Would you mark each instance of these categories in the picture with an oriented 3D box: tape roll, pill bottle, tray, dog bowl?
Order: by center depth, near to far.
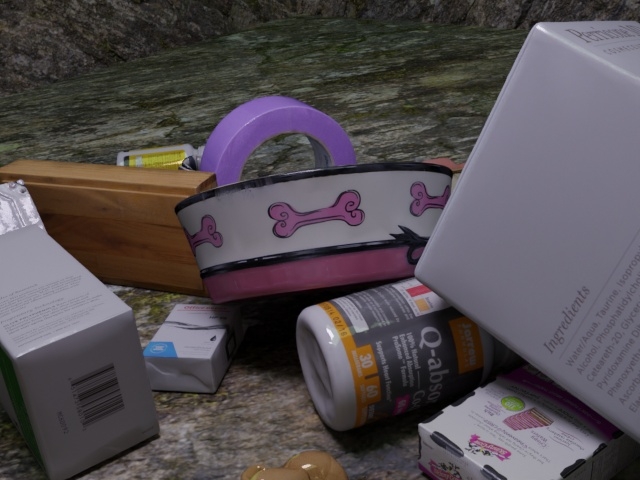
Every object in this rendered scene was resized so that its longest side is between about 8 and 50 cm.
[{"bbox_3d":[0.121,0.130,1.037,0.278,0.162,0.162,-14,27,-16],"label":"pill bottle"},{"bbox_3d":[0.000,0.000,1.183,0.408,0.150,0.408,-8,-4,-1],"label":"dog bowl"},{"bbox_3d":[-0.364,-0.025,1.410,0.411,0.202,0.076,6,28,23],"label":"tray"},{"bbox_3d":[-0.075,-0.117,1.460,0.275,0.274,0.090,-16,27,-21],"label":"tape roll"},{"bbox_3d":[-0.328,-0.147,1.758,0.208,0.119,0.119,-7,25,-3],"label":"pill bottle"}]

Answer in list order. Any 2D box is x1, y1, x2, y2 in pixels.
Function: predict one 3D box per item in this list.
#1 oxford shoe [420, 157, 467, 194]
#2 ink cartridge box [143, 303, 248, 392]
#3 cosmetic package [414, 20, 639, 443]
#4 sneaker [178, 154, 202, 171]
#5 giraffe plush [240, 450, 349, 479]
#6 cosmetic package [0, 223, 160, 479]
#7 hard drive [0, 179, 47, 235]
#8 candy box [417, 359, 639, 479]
[{"bbox_3d":[0.313,-0.080,1.524,0.397,0.140,0.146,-15,58,-30],"label":"oxford shoe"},{"bbox_3d":[-0.178,0.145,1.183,0.104,0.060,0.180,0,26,12],"label":"ink cartridge box"},{"bbox_3d":[0.390,-0.013,0.901,0.394,0.327,0.329,37,33,25],"label":"cosmetic package"},{"bbox_3d":[-0.275,-0.089,1.578,0.226,0.163,0.086,4,29,23],"label":"sneaker"},{"bbox_3d":[-0.022,0.282,0.793,0.210,0.181,0.170,-34,4,22],"label":"giraffe plush"},{"bbox_3d":[-0.374,0.133,1.094,0.155,0.197,0.365,-23,29,-31],"label":"cosmetic package"},{"bbox_3d":[-0.595,0.056,1.279,0.339,0.237,0.064,-20,-13,-30],"label":"hard drive"},{"bbox_3d":[0.248,0.222,0.920,0.233,0.071,0.159,-21,32,-31],"label":"candy box"}]
